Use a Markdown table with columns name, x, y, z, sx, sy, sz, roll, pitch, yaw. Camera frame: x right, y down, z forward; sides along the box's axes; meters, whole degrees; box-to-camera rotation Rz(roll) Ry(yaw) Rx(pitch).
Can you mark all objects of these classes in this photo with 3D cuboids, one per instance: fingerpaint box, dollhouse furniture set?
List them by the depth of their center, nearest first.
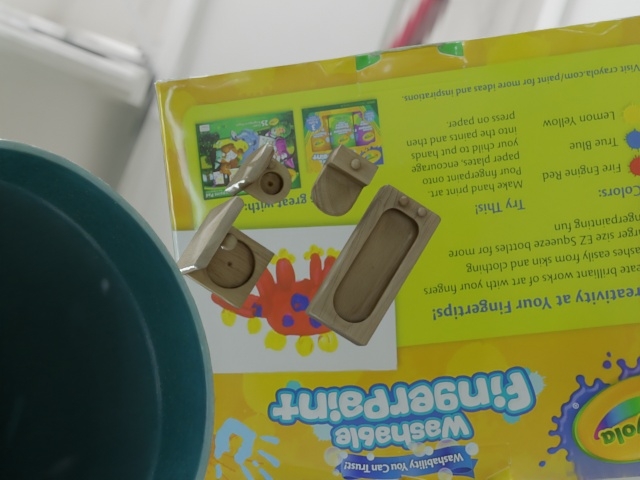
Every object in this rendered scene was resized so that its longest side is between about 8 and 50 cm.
| name | x | y | z | sx | sy | sz | roll | pitch | yaw |
| --- | --- | --- | --- | --- | --- | --- | --- | --- | --- |
| dollhouse furniture set | 0.000 | 0.000 | 1.394 | 0.144 | 0.151 | 0.123 | -59 | 7 | -9 |
| fingerpaint box | 0.111 | 0.022 | 1.627 | 0.163 | 0.444 | 0.371 | -4 | -93 | -74 |

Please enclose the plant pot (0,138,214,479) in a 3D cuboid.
| name | x | y | z | sx | sy | sz | roll | pitch | yaw |
| --- | --- | --- | --- | --- | --- | --- | --- | --- | --- |
| plant pot | -0.247 | 0.103 | 1.141 | 0.271 | 0.255 | 0.272 | 14 | -112 | -37 |
